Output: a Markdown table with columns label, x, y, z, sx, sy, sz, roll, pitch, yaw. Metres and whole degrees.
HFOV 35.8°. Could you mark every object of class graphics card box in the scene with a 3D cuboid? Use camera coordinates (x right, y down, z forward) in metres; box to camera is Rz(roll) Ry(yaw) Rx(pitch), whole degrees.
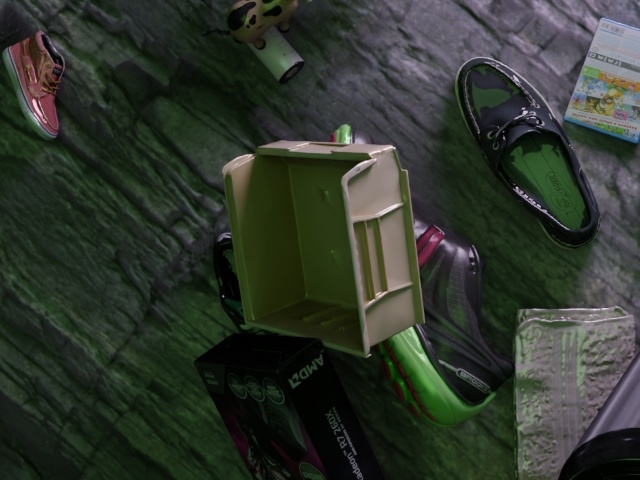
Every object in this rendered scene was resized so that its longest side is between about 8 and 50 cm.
| label | x | y | z | sx | sy | sz | roll | pitch | yaw |
| --- | --- | --- | --- | --- | --- | --- | --- | --- | --- |
| graphics card box | -0.022 | 0.314 | 1.448 | 0.094 | 0.233 | 0.370 | -33 | 108 | -32 |

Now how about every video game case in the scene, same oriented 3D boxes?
| label | x | y | z | sx | sy | sz | roll | pitch | yaw |
| --- | --- | --- | --- | --- | --- | --- | --- | --- | --- |
| video game case | 0.459 | -0.245 | 1.521 | 0.119 | 0.015 | 0.166 | 20 | 93 | 9 |

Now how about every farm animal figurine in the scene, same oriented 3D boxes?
| label | x | y | z | sx | sy | sz | roll | pitch | yaw |
| --- | --- | --- | --- | --- | --- | --- | --- | --- | --- |
| farm animal figurine | -0.012 | -0.457 | 1.495 | 0.327 | 0.172 | 0.330 | 3 | 84 | 3 |

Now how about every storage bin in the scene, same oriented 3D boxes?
| label | x | y | z | sx | sy | sz | roll | pitch | yaw |
| --- | --- | --- | --- | --- | --- | --- | --- | --- | --- |
| storage bin | 0.000 | 0.000 | 1.387 | 0.262 | 0.123 | 0.260 | 9 | 112 | 49 |

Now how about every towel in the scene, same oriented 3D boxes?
| label | x | y | z | sx | sy | sz | roll | pitch | yaw |
| --- | --- | --- | --- | --- | --- | --- | --- | --- | --- |
| towel | 0.386 | 0.240 | 1.502 | 0.187 | 0.049 | 0.282 | -2 | 90 | 0 |

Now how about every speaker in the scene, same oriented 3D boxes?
| label | x | y | z | sx | sy | sz | roll | pitch | yaw |
| --- | --- | --- | --- | --- | --- | --- | --- | --- | --- |
| speaker | -0.088 | -0.322 | 1.599 | 0.055 | 0.055 | 0.136 | -41 | 84 | 8 |

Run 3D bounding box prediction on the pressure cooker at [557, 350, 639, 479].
| label | x | y | z | sx | sy | sz | roll | pitch | yaw |
| --- | --- | --- | --- | --- | --- | --- | --- | --- | --- |
| pressure cooker | 0.542 | 0.286 | 1.290 | 0.375 | 0.420 | 0.370 | 52 | 138 | -2 |

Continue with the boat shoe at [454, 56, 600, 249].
| label | x | y | z | sx | sy | sz | roll | pitch | yaw |
| --- | --- | --- | --- | --- | --- | --- | --- | --- | --- |
| boat shoe | 0.313 | -0.137 | 1.497 | 0.127 | 0.113 | 0.340 | -27 | 85 | 9 |

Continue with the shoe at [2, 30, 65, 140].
| label | x | y | z | sx | sy | sz | roll | pitch | yaw |
| --- | --- | --- | --- | --- | --- | --- | --- | --- | --- |
| shoe | -0.464 | -0.261 | 1.660 | 0.081 | 0.063 | 0.177 | -27 | 81 | 14 |

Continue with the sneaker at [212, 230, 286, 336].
| label | x | y | z | sx | sy | sz | roll | pitch | yaw |
| --- | --- | --- | --- | --- | --- | --- | --- | --- | --- |
| sneaker | -0.094 | 0.125 | 1.564 | 0.108 | 0.121 | 0.302 | -29 | 85 | 9 |

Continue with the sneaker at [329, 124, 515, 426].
| label | x | y | z | sx | sy | sz | roll | pitch | yaw |
| --- | --- | --- | --- | --- | --- | --- | --- | --- | --- |
| sneaker | 0.139 | 0.042 | 1.521 | 0.202 | 0.185 | 0.482 | -23 | 85 | -15 |
